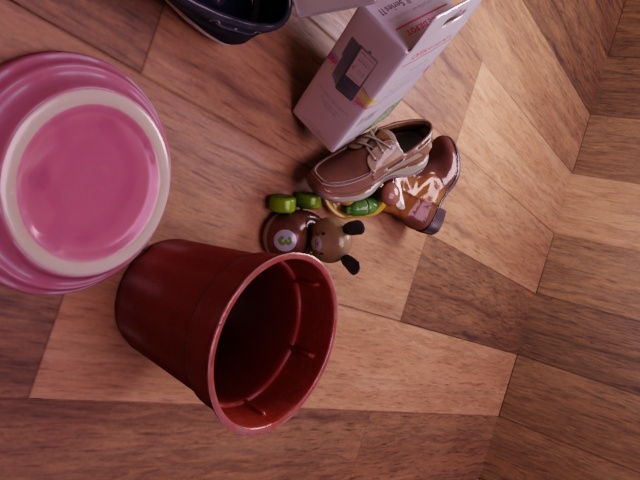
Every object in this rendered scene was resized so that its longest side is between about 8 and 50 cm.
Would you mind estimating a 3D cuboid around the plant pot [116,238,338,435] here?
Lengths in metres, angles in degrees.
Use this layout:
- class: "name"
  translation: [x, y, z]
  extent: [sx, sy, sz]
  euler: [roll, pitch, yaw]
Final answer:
- class: "plant pot"
  translation: [-0.158, 0.122, 1.015]
  extent: [0.272, 0.265, 0.272]
  euler: [-21, 118, -46]

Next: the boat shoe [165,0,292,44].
- class: "boat shoe"
  translation: [-0.215, -0.416, 0.843]
  extent: [0.500, 0.156, 0.187]
  euler: [27, 83, -51]

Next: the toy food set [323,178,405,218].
- class: "toy food set"
  translation: [0.111, -0.114, 1.390]
  extent: [0.218, 0.071, 0.128]
  euler: [-9, 95, -32]

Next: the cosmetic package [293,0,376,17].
- class: "cosmetic package"
  translation: [0.036, -0.472, 1.058]
  extent: [0.296, 0.129, 0.153]
  euler: [-72, 154, -58]

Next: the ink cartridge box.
- class: "ink cartridge box"
  translation: [0.117, -0.333, 1.157]
  extent: [0.207, 0.119, 0.353]
  euler: [-38, 174, -39]

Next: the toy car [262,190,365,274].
- class: "toy car"
  translation: [0.000, 0.000, 1.238]
  extent: [0.149, 0.188, 0.155]
  euler: [-12, 112, -50]

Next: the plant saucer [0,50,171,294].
- class: "plant saucer"
  translation: [-0.326, -0.081, 0.877]
  extent: [0.332, 0.084, 0.332]
  euler: [-23, 121, -46]

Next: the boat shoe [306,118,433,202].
- class: "boat shoe"
  translation: [0.106, -0.176, 1.313]
  extent: [0.324, 0.123, 0.116]
  euler: [-27, 152, -36]

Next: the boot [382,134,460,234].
- class: "boot"
  translation: [0.205, -0.169, 1.560]
  extent: [0.280, 0.096, 0.264]
  euler: [21, 87, -41]
